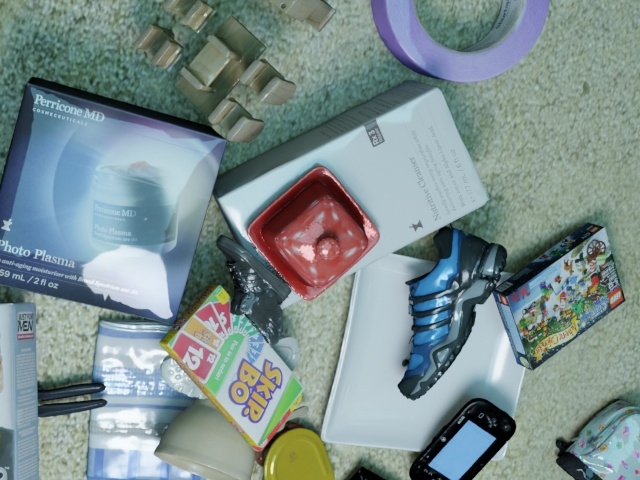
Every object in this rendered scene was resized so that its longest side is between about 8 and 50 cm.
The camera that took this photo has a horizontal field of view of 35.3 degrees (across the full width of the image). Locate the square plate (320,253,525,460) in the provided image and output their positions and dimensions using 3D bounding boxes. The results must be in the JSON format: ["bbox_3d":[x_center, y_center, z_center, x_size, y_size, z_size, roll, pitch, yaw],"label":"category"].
[{"bbox_3d":[0.194,0.202,1.752,0.347,0.049,0.343,9,99,-15],"label":"square plate"}]

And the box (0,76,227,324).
[{"bbox_3d":[-0.328,-0.062,1.507,0.296,0.183,0.293,14,97,-16],"label":"box"}]

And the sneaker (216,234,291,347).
[{"bbox_3d":[-0.108,0.075,1.492,0.170,0.051,0.089,41,82,-22],"label":"sneaker"}]

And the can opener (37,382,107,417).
[{"bbox_3d":[-0.434,0.258,1.603,0.186,0.073,0.059,0,95,-12],"label":"can opener"}]

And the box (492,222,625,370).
[{"bbox_3d":[0.416,0.096,1.744,0.233,0.044,0.159,-33,116,-19],"label":"box"}]

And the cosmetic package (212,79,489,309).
[{"bbox_3d":[0.039,-0.076,1.601,0.385,0.156,0.217,-30,108,-6],"label":"cosmetic package"}]

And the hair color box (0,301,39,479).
[{"bbox_3d":[-0.525,0.281,1.496,0.186,0.113,0.374,-2,86,3],"label":"hair color box"}]

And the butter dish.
[{"bbox_3d":[0.000,0.000,1.468,0.160,0.118,0.160,-41,108,-1],"label":"butter dish"}]

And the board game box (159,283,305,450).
[{"bbox_3d":[-0.124,0.200,1.541,0.124,0.039,0.259,-50,121,-25],"label":"board game box"}]

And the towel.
[{"bbox_3d":[-0.273,0.267,1.665,0.209,0.034,0.284,5,101,-13],"label":"towel"}]

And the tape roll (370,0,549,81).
[{"bbox_3d":[0.223,-0.393,1.613,0.275,0.090,0.274,-3,102,-13],"label":"tape roll"}]

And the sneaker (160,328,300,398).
[{"bbox_3d":[-0.152,0.188,1.612,0.235,0.095,0.090,-4,112,-32],"label":"sneaker"}]

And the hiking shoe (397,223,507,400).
[{"bbox_3d":[0.192,0.118,1.671,0.132,0.113,0.304,29,101,13],"label":"hiking shoe"}]

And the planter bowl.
[{"bbox_3d":[-0.172,0.317,1.612,0.162,0.162,0.109,26,67,-17],"label":"planter bowl"}]

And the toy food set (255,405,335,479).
[{"bbox_3d":[-0.057,0.383,1.728,0.128,0.071,0.217,-28,110,-31],"label":"toy food set"}]

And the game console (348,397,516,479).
[{"bbox_3d":[0.184,0.414,1.756,0.213,0.044,0.361,33,105,-22],"label":"game console"}]

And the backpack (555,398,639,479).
[{"bbox_3d":[0.540,0.382,1.837,0.152,0.115,0.182,44,87,-15],"label":"backpack"}]

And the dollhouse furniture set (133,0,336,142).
[{"bbox_3d":[-0.112,-0.299,1.520,0.212,0.161,0.242,44,103,9],"label":"dollhouse furniture set"}]
